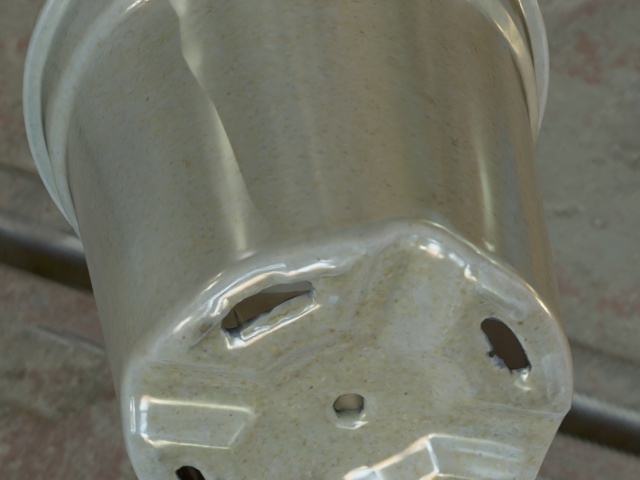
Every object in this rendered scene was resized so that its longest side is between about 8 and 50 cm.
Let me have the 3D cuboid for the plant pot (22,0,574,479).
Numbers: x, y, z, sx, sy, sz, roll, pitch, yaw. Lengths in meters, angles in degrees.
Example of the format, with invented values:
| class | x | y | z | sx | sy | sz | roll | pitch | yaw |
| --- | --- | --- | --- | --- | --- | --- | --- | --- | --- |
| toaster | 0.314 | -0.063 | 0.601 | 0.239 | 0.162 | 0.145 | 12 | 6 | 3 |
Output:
| class | x | y | z | sx | sy | sz | roll | pitch | yaw |
| --- | --- | --- | --- | --- | --- | --- | --- | --- | --- |
| plant pot | 0.000 | 0.000 | 0.871 | 0.334 | 0.334 | 0.305 | 10 | 34 | -16 |
